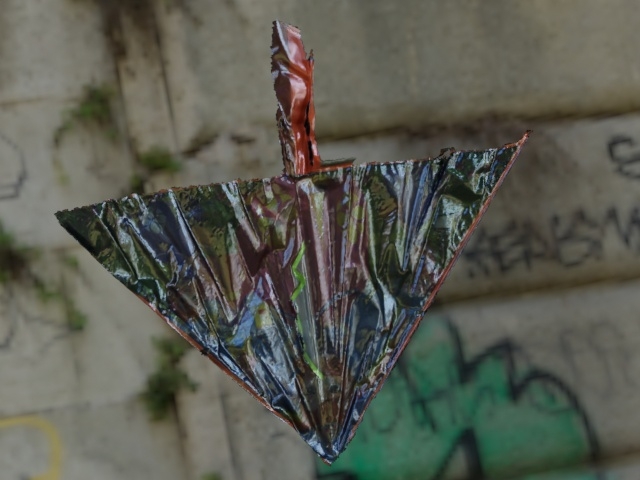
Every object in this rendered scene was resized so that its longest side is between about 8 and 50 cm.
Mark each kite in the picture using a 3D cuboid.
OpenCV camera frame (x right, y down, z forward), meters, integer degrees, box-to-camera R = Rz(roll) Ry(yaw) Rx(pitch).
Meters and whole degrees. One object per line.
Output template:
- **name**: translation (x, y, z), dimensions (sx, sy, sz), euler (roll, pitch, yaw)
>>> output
- **kite**: translation (0.000, 0.000, 0.734), dimensions (0.232, 0.189, 0.009), euler (-7, -1, -30)
